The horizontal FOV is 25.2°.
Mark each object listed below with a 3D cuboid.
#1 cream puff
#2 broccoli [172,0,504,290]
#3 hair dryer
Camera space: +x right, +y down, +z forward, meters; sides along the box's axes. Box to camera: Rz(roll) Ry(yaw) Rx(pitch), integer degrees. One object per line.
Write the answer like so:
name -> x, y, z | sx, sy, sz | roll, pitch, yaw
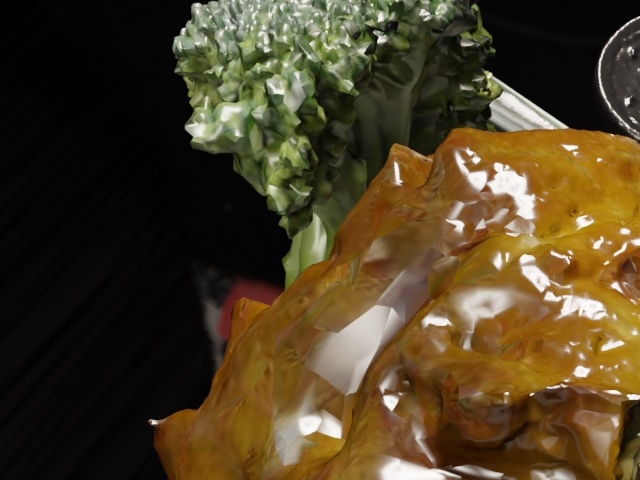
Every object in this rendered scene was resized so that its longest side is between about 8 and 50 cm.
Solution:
cream puff -> 0.057, 0.083, 0.535 | 0.155, 0.241, 0.269 | 39, 19, -33
broccoli -> 0.021, -0.018, 1.041 | 0.275, 0.353, 0.397 | 9, -56, 38
hair dryer -> 0.233, -0.100, 1.345 | 0.284, 0.155, 0.320 | 26, -27, 4
